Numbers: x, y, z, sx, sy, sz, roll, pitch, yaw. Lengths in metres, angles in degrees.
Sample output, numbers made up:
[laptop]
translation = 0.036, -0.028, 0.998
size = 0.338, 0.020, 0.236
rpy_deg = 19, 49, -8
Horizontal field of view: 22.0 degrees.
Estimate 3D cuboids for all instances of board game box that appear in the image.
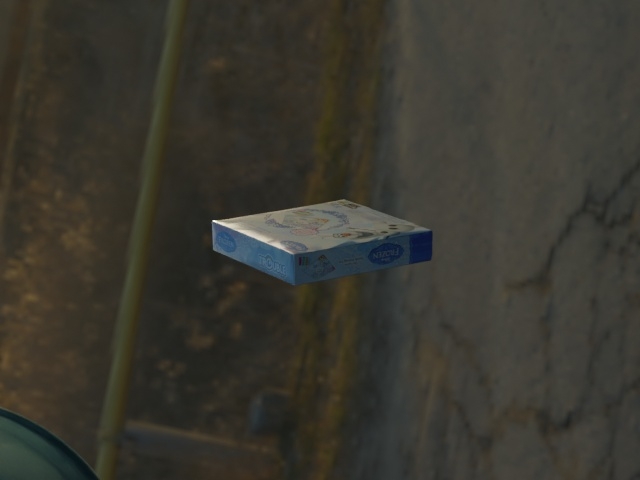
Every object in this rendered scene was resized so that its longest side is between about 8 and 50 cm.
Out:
[board game box]
translation = 0.000, 0.000, 0.915
size = 0.090, 0.090, 0.020
rpy_deg = 22, 116, 56

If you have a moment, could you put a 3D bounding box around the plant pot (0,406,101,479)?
[plant pot]
translation = -0.260, 0.238, 0.976
size = 0.255, 0.271, 0.272
rpy_deg = 31, -108, -88
